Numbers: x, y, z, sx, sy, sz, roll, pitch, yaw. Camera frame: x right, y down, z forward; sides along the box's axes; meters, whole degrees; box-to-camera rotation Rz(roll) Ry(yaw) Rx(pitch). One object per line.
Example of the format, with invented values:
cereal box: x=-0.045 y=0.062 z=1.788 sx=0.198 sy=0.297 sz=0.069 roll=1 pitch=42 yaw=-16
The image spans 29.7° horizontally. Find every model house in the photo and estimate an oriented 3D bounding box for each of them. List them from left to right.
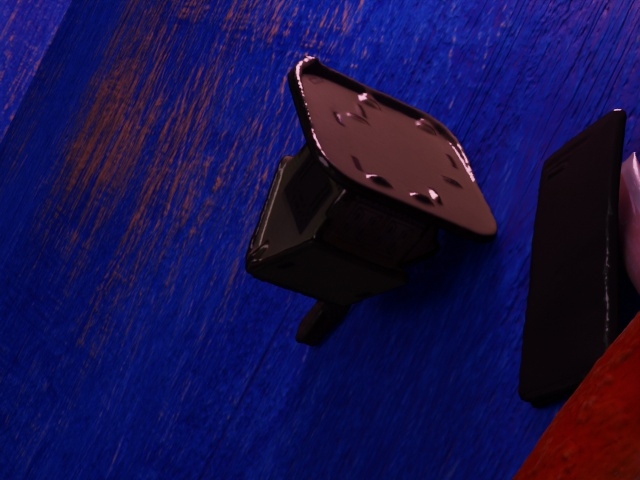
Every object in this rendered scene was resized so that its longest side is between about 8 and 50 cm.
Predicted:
model house: x=0.000 y=0.000 z=1.218 sx=0.278 sy=0.218 sz=0.205 roll=-51 pitch=33 yaw=27

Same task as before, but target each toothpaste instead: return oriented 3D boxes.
toothpaste: x=0.265 y=0.004 z=0.989 sx=0.067 sy=0.043 sz=0.194 roll=-51 pitch=28 yaw=27

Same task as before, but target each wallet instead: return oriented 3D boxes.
wallet: x=0.216 y=0.014 z=1.030 sx=0.124 sy=0.025 sz=0.244 roll=140 pitch=144 yaw=-60

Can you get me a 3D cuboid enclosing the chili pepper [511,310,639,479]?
chili pepper: x=0.268 y=0.122 z=0.727 sx=0.305 sy=0.229 sz=0.251 roll=-62 pitch=15 yaw=4
